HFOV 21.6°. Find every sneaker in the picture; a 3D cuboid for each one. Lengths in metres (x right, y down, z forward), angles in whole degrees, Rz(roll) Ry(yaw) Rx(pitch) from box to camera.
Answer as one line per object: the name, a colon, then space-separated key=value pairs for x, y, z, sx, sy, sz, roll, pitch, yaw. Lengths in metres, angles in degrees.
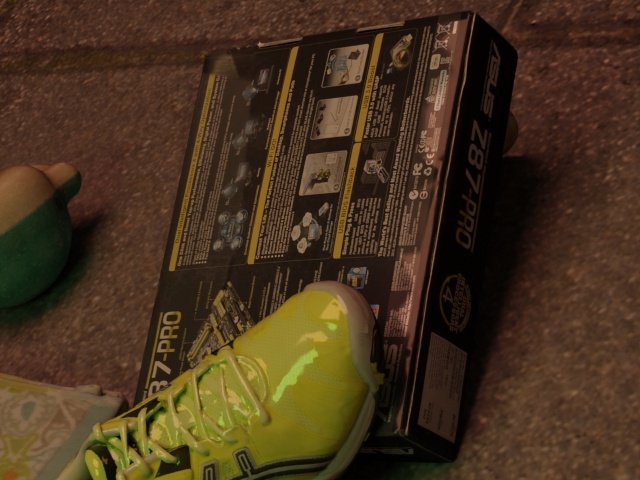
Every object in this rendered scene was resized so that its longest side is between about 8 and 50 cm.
sneaker: x=-0.101 y=0.178 z=1.375 sx=0.384 sy=0.147 sz=0.145 roll=-45 pitch=57 yaw=19

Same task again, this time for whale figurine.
whale figurine: x=-0.359 y=-0.008 z=1.948 sx=0.216 sy=0.141 sz=0.272 roll=-31 pitch=11 yaw=8

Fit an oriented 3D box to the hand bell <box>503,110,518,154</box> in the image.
hand bell: x=0.111 y=-0.010 z=1.567 sx=0.126 sy=0.126 sz=0.242 roll=-10 pitch=55 yaw=32

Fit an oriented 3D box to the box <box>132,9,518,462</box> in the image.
box: x=0.000 y=0.000 z=1.528 sx=0.318 sy=0.097 sz=0.394 roll=-4 pitch=67 yaw=35

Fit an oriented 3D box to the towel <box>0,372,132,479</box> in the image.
towel: x=-0.380 y=0.245 z=1.548 sx=0.321 sy=0.090 sz=0.374 roll=7 pitch=33 yaw=20
